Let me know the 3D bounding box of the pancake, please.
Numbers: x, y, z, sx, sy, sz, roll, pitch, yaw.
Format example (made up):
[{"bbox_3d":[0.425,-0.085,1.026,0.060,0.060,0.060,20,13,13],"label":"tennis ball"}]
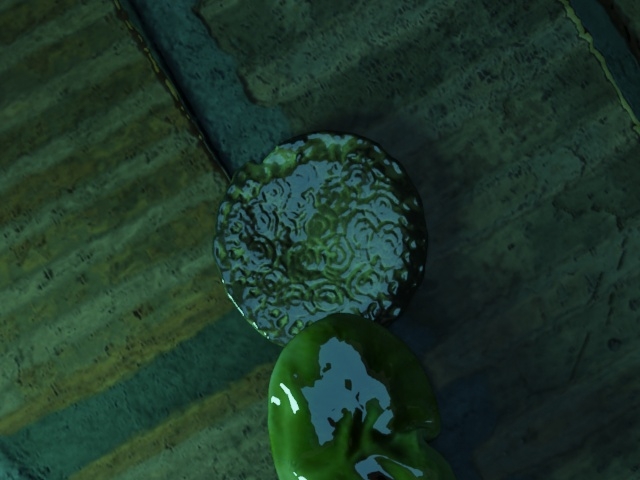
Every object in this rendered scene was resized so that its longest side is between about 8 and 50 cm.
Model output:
[{"bbox_3d":[0.000,0.000,1.510,0.199,0.021,0.199,0,79,-2],"label":"pancake"}]

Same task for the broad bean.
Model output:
[{"bbox_3d":[0.034,0.167,1.459,0.153,0.072,0.206,-29,74,-6],"label":"broad bean"}]
